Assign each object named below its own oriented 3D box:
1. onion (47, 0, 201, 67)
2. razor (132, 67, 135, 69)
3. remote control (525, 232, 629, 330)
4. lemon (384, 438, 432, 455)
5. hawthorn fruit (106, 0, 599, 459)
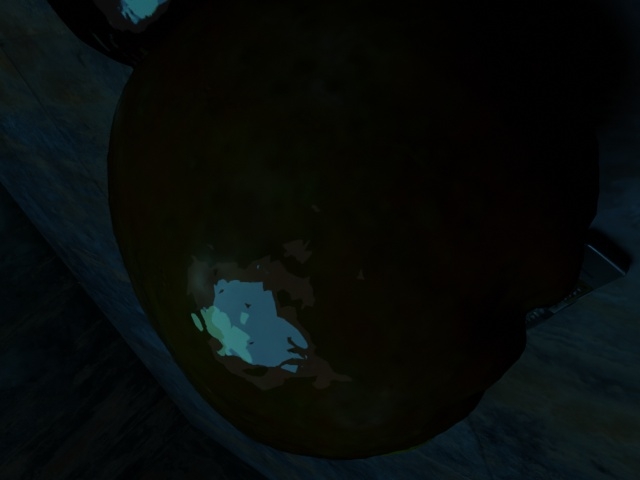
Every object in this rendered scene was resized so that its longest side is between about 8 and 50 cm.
[{"bbox_3d":[-0.176,-0.290,0.552,0.273,0.285,0.272,7,106,24],"label":"onion"},{"bbox_3d":[-0.311,-0.327,0.943,0.154,0.044,0.028,49,-164,1],"label":"razor"},{"bbox_3d":[0.252,0.054,0.687,0.059,0.028,0.212,39,153,4],"label":"remote control"},{"bbox_3d":[0.100,0.223,0.948,0.231,0.192,0.192,10,136,48],"label":"lemon"},{"bbox_3d":[0.004,-0.042,0.508,0.403,0.403,0.402,33,150,22],"label":"hawthorn fruit"}]
